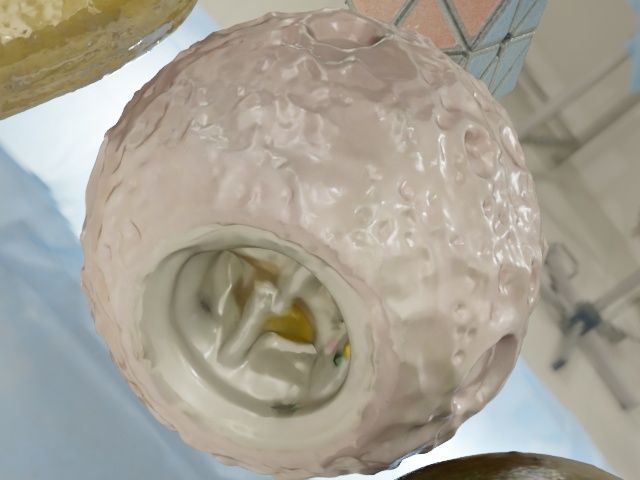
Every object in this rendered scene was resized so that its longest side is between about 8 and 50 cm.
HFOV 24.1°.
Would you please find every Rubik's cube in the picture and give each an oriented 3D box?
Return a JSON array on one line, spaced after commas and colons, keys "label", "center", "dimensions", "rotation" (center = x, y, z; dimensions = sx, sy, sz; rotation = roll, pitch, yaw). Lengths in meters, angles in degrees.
[{"label": "Rubik's cube", "center": [0.141, -0.248, 1.611], "dimensions": [0.228, 0.233, 0.228], "rotation": [-153, -125, -69]}]

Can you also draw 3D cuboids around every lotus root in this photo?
[{"label": "lotus root", "center": [-0.191, -0.186, 1.025], "dimensions": [0.151, 0.343, 0.169], "rotation": [28, -39, 65]}]

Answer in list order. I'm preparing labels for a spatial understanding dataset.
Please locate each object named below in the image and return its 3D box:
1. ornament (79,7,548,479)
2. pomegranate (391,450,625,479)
[{"label": "ornament", "center": [0.000, 0.000, 0.829], "dimensions": [0.259, 0.259, 0.225], "rotation": [45, 34, -9]}, {"label": "pomegranate", "center": [0.133, 0.254, 0.739], "dimensions": [0.323, 0.290, 0.291], "rotation": [14, 17, 22]}]
